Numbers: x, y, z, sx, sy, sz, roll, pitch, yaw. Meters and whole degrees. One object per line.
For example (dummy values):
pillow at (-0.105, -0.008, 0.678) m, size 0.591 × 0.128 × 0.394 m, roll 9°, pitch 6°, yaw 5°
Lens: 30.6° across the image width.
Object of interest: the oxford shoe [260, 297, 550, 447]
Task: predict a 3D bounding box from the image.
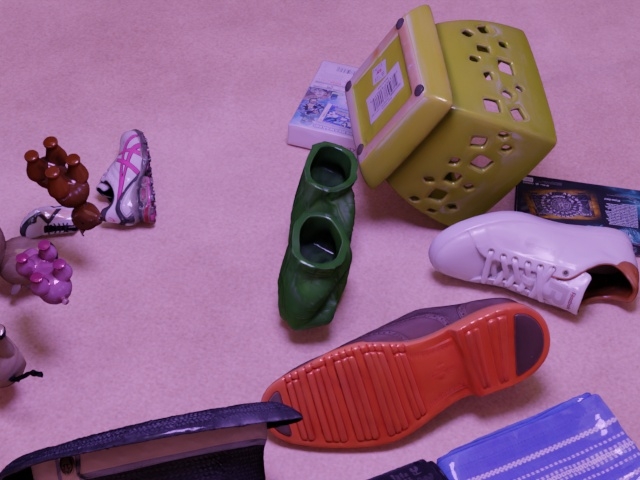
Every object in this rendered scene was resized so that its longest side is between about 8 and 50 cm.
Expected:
oxford shoe at (0.098, 0.161, 1.461) m, size 0.364 × 0.129 × 0.133 m, roll -14°, pitch 13°, yaw -9°

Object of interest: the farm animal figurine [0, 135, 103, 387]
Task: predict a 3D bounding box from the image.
farm animal figurine at (-0.437, 0.029, 1.507) m, size 0.327 × 0.172 × 0.330 m, roll 11°, pitch 54°, yaw 12°

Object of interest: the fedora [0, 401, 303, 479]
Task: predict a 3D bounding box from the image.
fedora at (-0.167, 0.274, 1.226) m, size 0.334 × 0.334 × 0.152 m, roll -10°, pitch 78°, yaw -14°

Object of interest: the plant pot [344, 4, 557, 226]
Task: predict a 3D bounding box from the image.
plant pot at (0.168, -0.181, 1.655) m, size 0.207 × 0.228 × 0.227 m, roll 16°, pitch 48°, yaw -29°

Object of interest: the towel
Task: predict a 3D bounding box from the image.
towel at (0.312, 0.331, 1.328) m, size 0.243 × 0.040 × 0.336 m, roll -17°, pitch 48°, yaw -20°

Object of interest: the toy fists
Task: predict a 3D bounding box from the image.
toy fists at (0.000, 0.000, 1.583) m, size 0.096 × 0.142 × 0.279 m, roll 14°, pitch 43°, yaw -6°

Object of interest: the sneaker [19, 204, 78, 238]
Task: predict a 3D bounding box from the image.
sneaker at (-0.371, -0.027, 1.655) m, size 0.109 × 0.040 × 0.044 m, roll -24°, pitch 52°, yaw -26°

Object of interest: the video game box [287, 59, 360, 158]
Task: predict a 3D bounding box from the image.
video game box at (0.072, -0.200, 1.864) m, size 0.205 × 0.048 × 0.187 m, roll 14°, pitch 43°, yaw 11°

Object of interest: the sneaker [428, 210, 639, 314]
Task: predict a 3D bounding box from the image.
sneaker at (0.295, 0.036, 1.587) m, size 0.290 × 0.105 × 0.123 m, roll 1°, pitch 41°, yaw -5°

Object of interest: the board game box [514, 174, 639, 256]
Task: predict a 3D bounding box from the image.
board game box at (0.380, -0.039, 1.730) m, size 0.186 × 0.026 × 0.126 m, roll 9°, pitch 44°, yaw 5°

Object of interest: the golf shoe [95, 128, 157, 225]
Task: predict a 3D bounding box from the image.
golf shoe at (-0.288, -0.098, 1.715) m, size 0.086 × 0.067 × 0.186 m, roll -5°, pitch 44°, yaw -7°

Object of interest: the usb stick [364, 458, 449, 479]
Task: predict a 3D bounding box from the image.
usb stick at (0.019, 0.318, 1.317) m, size 0.278 × 0.045 × 0.077 m, roll -17°, pitch 40°, yaw -20°
